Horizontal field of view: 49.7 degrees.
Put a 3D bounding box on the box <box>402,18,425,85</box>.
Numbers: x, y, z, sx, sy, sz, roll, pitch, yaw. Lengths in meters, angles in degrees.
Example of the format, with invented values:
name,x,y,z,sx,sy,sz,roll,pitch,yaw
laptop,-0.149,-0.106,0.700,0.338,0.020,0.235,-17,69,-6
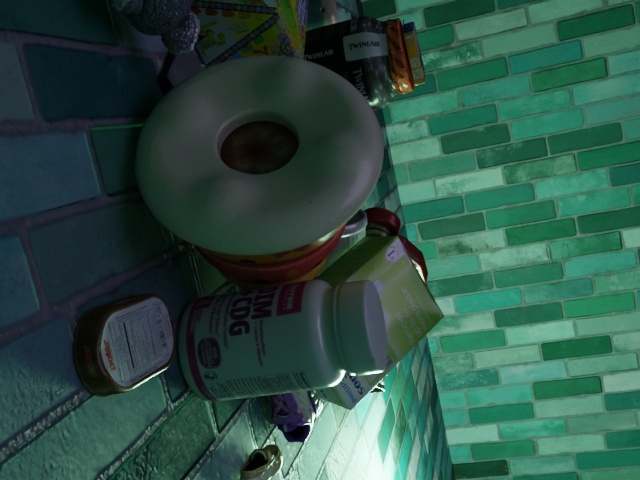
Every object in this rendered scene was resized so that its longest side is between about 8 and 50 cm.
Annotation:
name,x,y,z,sx,sy,sz,roll,pitch,yaw
box,0.208,-0.424,1.539,0.081,0.028,0.136,-77,155,-57

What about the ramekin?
name,x,y,z,sx,sy,sz,roll,pitch,yaw
ramekin,0.000,0.000,1.490,0.207,0.207,0.109,-56,144,-69

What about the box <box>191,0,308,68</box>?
name,x,y,z,sx,sy,sz,roll,pitch,yaw
box,-0.149,-0.491,1.293,0.279,0.176,0.290,64,22,-48

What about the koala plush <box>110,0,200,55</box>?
name,x,y,z,sx,sy,sz,roll,pitch,yaw
koala plush,-0.224,-0.390,0.972,0.196,0.203,0.221,40,54,-67

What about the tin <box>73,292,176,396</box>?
name,x,y,z,sx,sy,sz,roll,pitch,yaw
tin,-0.235,0.124,0.855,0.189,0.040,0.106,-24,100,-74

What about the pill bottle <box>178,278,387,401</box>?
name,x,y,z,sx,sy,sz,roll,pitch,yaw
pill bottle,-0.052,0.145,1.031,0.160,0.282,0.161,-10,90,-75

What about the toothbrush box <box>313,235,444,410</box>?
name,x,y,z,sx,sy,sz,roll,pitch,yaw
toothbrush box,0.074,0.152,1.353,0.283,0.122,0.206,-39,108,-23

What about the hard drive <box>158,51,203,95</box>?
name,x,y,z,sx,sy,sz,roll,pitch,yaw
hard drive,-0.227,-0.267,1.154,0.135,0.022,0.094,-85,159,-45

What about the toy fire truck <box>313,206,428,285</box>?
name,x,y,z,sx,sy,sz,roll,pitch,yaw
toy fire truck,0.133,0.065,1.702,0.254,0.302,0.170,37,56,-35

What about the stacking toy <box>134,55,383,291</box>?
name,x,y,z,sx,sy,sz,roll,pitch,yaw
stacking toy,-0.077,-0.024,1.136,0.480,0.350,0.351,85,5,-57

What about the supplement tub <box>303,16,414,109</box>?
name,x,y,z,sx,sy,sz,roll,pitch,yaw
supplement tub,0.031,-0.381,1.567,0.207,0.337,0.207,-10,90,-74

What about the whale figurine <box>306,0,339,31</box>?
name,x,y,z,sx,sy,sz,roll,pitch,yaw
whale figurine,-0.030,-0.578,1.933,0.272,0.141,0.217,137,-54,-79

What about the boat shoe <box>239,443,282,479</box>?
name,x,y,z,sx,sy,sz,roll,pitch,yaw
boat shoe,-0.099,0.374,1.162,0.135,0.050,0.045,-42,126,-72

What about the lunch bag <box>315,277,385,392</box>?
name,x,y,z,sx,sy,sz,roll,pitch,yaw
lunch bag,0.046,0.220,1.568,0.287,0.168,0.235,56,28,-66

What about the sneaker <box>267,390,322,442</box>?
name,x,y,z,sx,sy,sz,roll,pitch,yaw
sneaker,-0.062,0.294,1.284,0.105,0.095,0.236,-73,152,-43
